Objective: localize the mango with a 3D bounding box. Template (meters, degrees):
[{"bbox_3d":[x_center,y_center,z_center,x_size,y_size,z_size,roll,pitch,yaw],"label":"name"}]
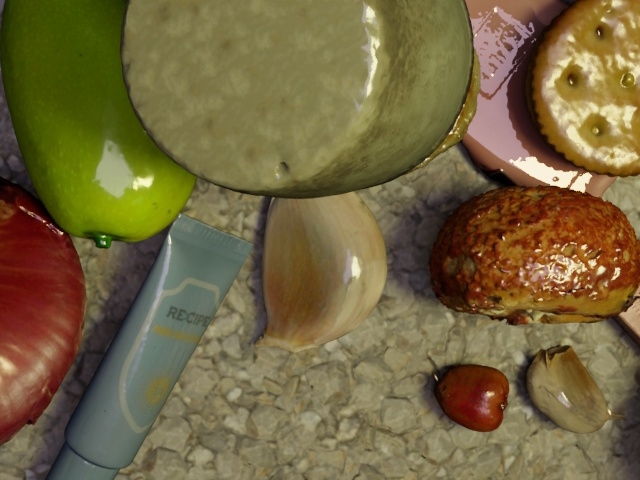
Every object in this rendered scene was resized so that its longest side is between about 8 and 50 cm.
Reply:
[{"bbox_3d":[-0.237,-0.164,0.953,0.192,0.156,0.343,-17,84,-12],"label":"mango"}]

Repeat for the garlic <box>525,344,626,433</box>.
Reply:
[{"bbox_3d":[0.313,0.197,1.102,0.084,0.066,0.152,-39,97,-3],"label":"garlic"}]

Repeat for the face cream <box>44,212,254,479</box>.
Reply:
[{"bbox_3d":[-0.210,0.153,1.027,0.135,0.086,0.385,25,96,-53],"label":"face cream"}]

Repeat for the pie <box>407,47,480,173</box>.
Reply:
[{"bbox_3d":[0.092,-0.162,1.011,0.193,0.079,0.163,-43,85,17],"label":"pie"}]

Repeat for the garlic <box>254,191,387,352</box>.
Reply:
[{"bbox_3d":[0.002,-0.004,1.042,0.148,0.128,0.266,-2,86,-18],"label":"garlic"}]

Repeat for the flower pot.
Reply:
[{"bbox_3d":[-0.014,-0.175,0.827,0.293,0.330,0.293,2,100,13],"label":"flower pot"}]

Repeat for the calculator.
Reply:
[{"bbox_3d":[0.256,-0.174,1.063,0.329,0.048,0.220,37,93,-6],"label":"calculator"}]

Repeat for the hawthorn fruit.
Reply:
[{"bbox_3d":[0.180,0.188,1.087,0.093,0.081,0.081,13,96,22],"label":"hawthorn fruit"}]

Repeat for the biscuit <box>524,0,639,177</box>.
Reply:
[{"bbox_3d":[0.341,-0.179,1.012,0.220,0.066,0.220,0,94,-2],"label":"biscuit"}]

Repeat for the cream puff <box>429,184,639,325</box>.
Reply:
[{"bbox_3d":[0.242,0.018,1.001,0.240,0.240,0.164,8,74,-7],"label":"cream puff"}]

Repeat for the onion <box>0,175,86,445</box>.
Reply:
[{"bbox_3d":[-0.425,0.084,0.928,0.347,0.285,0.347,9,54,-13],"label":"onion"}]

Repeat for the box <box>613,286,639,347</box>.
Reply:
[{"bbox_3d":[0.427,0.085,1.106,0.111,0.060,0.156,-43,96,0],"label":"box"}]
